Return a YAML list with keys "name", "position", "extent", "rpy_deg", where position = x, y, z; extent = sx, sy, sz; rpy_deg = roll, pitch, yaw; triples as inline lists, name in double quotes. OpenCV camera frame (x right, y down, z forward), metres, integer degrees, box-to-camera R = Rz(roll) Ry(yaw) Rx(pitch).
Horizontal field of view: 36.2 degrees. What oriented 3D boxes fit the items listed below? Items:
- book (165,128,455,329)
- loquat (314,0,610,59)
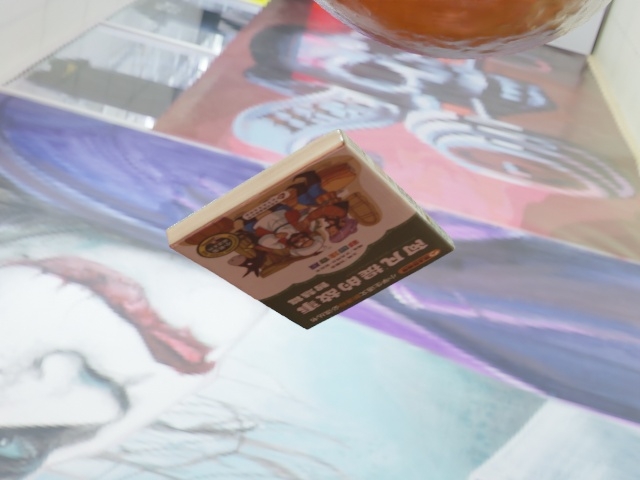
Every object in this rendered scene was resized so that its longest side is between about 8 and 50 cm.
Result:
- name: "book"
  position: [0.000, 0.000, 1.004]
  extent: [0.264, 0.202, 0.027]
  rpy_deg: [38, -153, -53]
- name: "loquat"
  position: [0.070, -0.183, 0.421]
  extent: [0.213, 0.213, 0.213]
  rpy_deg: [15, -90, -89]
